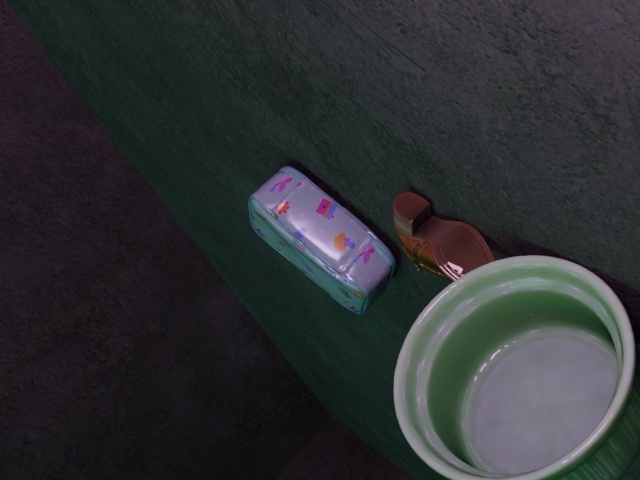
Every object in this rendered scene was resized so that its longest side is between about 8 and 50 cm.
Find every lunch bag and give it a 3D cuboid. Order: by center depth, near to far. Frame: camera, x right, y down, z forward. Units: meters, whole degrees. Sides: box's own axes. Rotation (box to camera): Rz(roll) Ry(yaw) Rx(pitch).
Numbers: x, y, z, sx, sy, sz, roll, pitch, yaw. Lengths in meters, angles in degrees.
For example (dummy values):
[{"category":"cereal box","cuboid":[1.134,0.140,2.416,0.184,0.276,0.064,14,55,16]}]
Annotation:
[{"category":"lunch bag","cuboid":[0.000,0.000,1.826,0.279,0.108,0.224,41,169,11]}]

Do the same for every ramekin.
[{"category":"ramekin","cuboid":[0.257,0.184,1.295,0.303,0.303,0.148,29,168,45]}]

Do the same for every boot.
[{"category":"boot","cuboid":[0.181,0.026,1.489,0.197,0.073,0.152,49,170,30]}]
